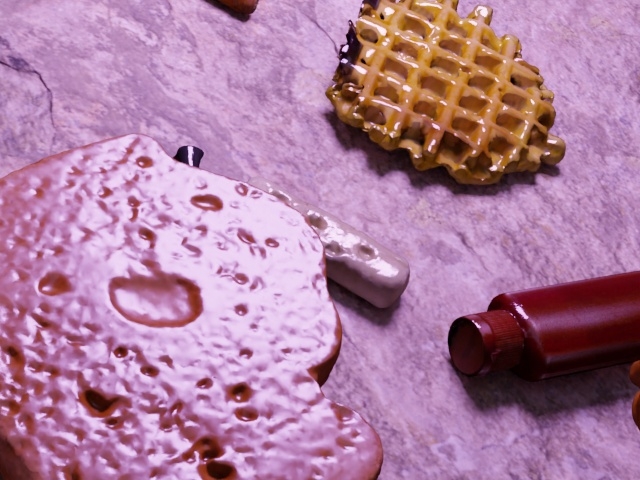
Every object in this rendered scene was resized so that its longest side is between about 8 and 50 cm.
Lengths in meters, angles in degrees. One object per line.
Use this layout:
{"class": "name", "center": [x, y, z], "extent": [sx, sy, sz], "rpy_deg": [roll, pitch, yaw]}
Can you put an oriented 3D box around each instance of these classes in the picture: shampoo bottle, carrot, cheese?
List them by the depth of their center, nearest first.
{"class": "cheese", "center": [0.000, 0.000, 1.462], "extent": [0.194, 0.043, 0.065], "rpy_deg": [29, 37, 5]}
{"class": "shampoo bottle", "center": [0.249, 0.088, 1.478], "extent": [0.260, 0.064, 0.102], "rpy_deg": [-7, 52, -32]}
{"class": "carrot", "center": [-0.114, -0.289, 1.699], "extent": [0.093, 0.032, 0.032], "rpy_deg": [23, 42, 4]}

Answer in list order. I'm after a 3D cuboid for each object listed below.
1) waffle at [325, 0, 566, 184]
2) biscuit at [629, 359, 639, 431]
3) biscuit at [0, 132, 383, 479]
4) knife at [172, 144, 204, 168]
{"class": "waffle", "center": [0.137, -0.189, 1.703], "extent": [0.307, 0.060, 0.311], "rpy_deg": [3, 47, -27]}
{"class": "biscuit", "center": [0.423, 0.226, 1.324], "extent": [0.318, 0.110, 0.312], "rpy_deg": [11, 33, -47]}
{"class": "biscuit", "center": [-0.146, 0.085, 1.274], "extent": [0.350, 0.078, 0.455], "rpy_deg": [3, 49, -22]}
{"class": "knife", "center": [-0.110, 0.001, 1.420], "extent": [0.060, 0.028, 0.230], "rpy_deg": [10, 48, -21]}
